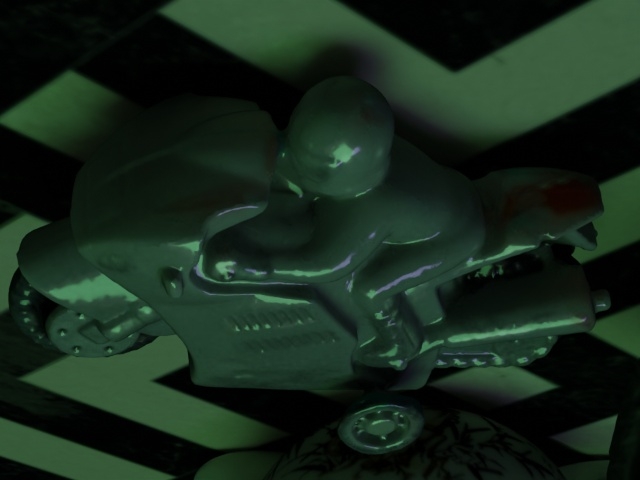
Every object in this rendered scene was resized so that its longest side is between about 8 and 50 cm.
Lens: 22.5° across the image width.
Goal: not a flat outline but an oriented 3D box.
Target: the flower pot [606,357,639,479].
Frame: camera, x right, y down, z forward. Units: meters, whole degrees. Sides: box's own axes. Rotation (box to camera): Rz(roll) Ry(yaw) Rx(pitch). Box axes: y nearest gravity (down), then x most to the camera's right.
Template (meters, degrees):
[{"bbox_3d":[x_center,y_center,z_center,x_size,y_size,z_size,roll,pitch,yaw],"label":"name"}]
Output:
[{"bbox_3d":[0.318,0.127,0.725,0.283,0.299,0.299,28,143,-25],"label":"flower pot"}]

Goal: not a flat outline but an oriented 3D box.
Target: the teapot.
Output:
[{"bbox_3d":[0.075,0.188,0.980,0.300,0.166,0.208,-3,111,-6],"label":"teapot"}]

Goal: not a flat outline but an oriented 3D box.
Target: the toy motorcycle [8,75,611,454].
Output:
[{"bbox_3d":[0.000,0.000,0.683,0.260,0.110,0.171,1,140,-10],"label":"toy motorcycle"}]
